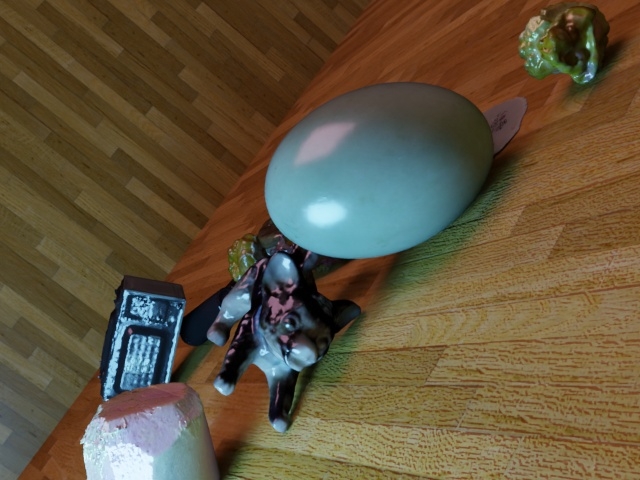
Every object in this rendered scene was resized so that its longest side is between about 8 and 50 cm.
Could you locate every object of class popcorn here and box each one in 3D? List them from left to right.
[{"bbox_3d":[0.387,-0.313,1.344,0.126,0.145,0.125,-145,58,-60],"label":"popcorn"}]

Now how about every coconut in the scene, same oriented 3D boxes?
[{"bbox_3d":[-0.293,0.391,1.480,0.233,0.245,0.233,-9,9,1],"label":"coconut"}]

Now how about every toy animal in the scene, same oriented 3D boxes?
[{"bbox_3d":[-0.054,0.121,1.494,0.302,0.194,0.344,-55,19,6],"label":"toy animal"}]

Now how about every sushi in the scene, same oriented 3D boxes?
[{"bbox_3d":[0.006,-0.014,1.822,0.241,0.107,0.161,-22,31,47],"label":"sushi"}]

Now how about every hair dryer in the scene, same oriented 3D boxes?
[{"bbox_3d":[-0.257,0.153,2.281,0.197,0.089,0.251,-39,12,41],"label":"hair dryer"}]

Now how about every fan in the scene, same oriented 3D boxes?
[{"bbox_3d":[0.228,-0.123,1.603,0.415,0.012,0.233,-41,16,24],"label":"fan"}]

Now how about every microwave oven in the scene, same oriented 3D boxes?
[{"bbox_3d":[-0.471,0.258,2.227,0.237,0.181,0.295,-144,66,-77],"label":"microwave oven"}]

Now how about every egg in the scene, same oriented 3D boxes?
[{"bbox_3d":[0.094,-0.115,1.407,0.389,0.276,0.276,-22,20,9],"label":"egg"}]

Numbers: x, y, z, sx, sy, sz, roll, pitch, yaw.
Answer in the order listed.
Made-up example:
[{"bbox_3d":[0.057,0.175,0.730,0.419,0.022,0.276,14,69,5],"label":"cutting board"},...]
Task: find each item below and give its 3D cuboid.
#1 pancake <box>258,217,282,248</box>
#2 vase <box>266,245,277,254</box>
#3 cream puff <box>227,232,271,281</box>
[{"bbox_3d":[-0.047,-0.060,2.060,0.242,0.050,0.242,-24,18,8],"label":"pancake"},{"bbox_3d":[-0.085,0.014,2.106,0.081,0.081,0.149,-52,17,-5],"label":"vase"},{"bbox_3d":[-0.187,0.055,2.208,0.156,0.121,0.156,-43,16,16],"label":"cream puff"}]
